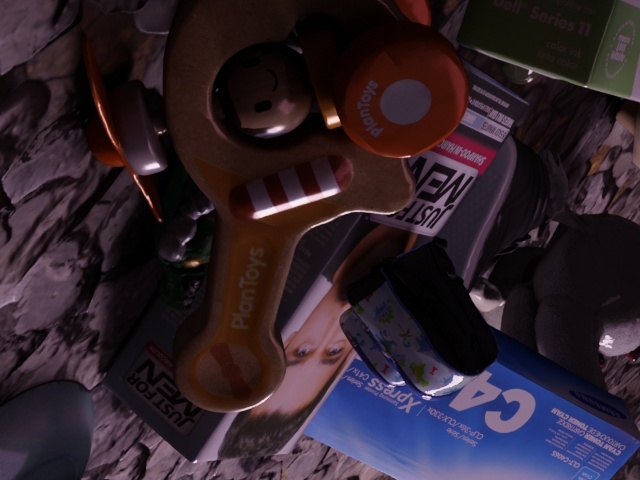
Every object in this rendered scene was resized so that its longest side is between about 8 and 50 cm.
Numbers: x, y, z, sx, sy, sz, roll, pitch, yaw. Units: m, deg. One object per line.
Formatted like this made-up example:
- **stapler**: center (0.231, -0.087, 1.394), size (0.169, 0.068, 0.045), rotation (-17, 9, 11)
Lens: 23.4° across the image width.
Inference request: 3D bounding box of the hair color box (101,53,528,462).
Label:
- **hair color box**: center (0.000, 0.000, 1.267), size (0.374, 0.113, 0.185), rotation (-55, 158, 10)

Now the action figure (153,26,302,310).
- **action figure**: center (-0.062, -0.049, 1.140), size (0.137, 0.063, 0.232), rotation (3, 121, -54)

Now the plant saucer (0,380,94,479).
- **plant saucer**: center (-0.239, 0.198, 1.205), size (0.195, 0.037, 0.195), rotation (-41, 156, -23)

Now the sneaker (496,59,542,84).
- **sneaker**: center (0.175, -0.216, 1.346), size (0.086, 0.064, 0.192), rotation (-29, 142, -44)

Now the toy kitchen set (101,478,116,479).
- **toy kitchen set**: center (-0.237, 0.301, 1.275), size (0.122, 0.166, 0.207), rotation (-34, 128, -52)

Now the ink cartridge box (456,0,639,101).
- **ink cartridge box**: center (0.250, -0.294, 1.204), size (0.207, 0.119, 0.353), rotation (-1, 112, -62)

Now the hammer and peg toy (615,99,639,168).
- **hammer and peg toy**: center (0.449, -0.236, 1.734), size (0.266, 0.127, 0.361), rotation (-40, 155, -10)

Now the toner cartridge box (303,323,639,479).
- **toner cartridge box**: center (0.131, 0.163, 1.508), size (0.348, 0.075, 0.165), rotation (28, 113, -24)

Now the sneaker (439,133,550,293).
- **sneaker**: center (0.143, 0.019, 1.575), size (0.147, 0.104, 0.295), rotation (3, 118, -57)

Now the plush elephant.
- **plush elephant**: center (0.281, 0.082, 1.770), size (0.272, 0.330, 0.255), rotation (-26, 170, -19)

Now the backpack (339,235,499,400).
- **backpack**: center (0.080, 0.071, 1.228), size (0.084, 0.114, 0.105), rotation (-43, 168, 34)

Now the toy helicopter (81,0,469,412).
- **toy helicopter**: center (-0.056, -0.029, 1.033), size (0.235, 0.140, 0.355), rotation (5, 122, -14)
